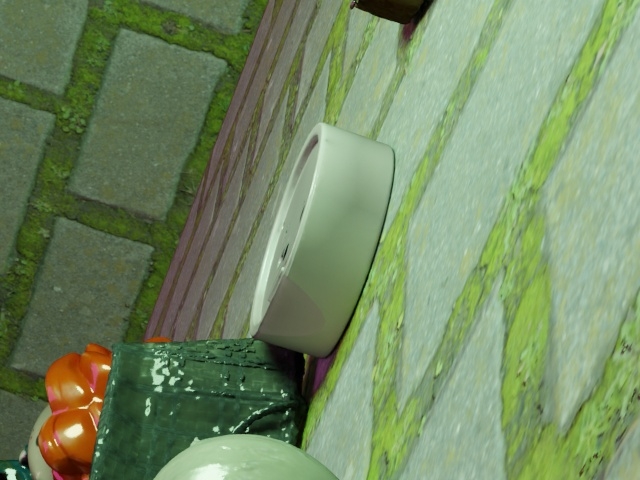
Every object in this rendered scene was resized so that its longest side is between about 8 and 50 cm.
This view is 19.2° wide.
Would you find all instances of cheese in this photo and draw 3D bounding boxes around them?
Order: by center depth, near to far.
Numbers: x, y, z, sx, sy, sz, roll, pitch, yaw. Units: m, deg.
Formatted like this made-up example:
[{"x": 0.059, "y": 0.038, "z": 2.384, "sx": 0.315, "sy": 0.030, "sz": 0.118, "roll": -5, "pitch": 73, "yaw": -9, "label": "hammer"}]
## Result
[{"x": -0.052, "y": 0.214, "z": 1.220, "sx": 0.189, "sy": 0.154, "sz": 0.198, "roll": 143, "pitch": 145, "yaw": -67, "label": "cheese"}]

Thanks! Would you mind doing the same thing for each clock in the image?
[{"x": 0.000, "y": 0.000, "z": 1.643, "sx": 0.197, "sy": 0.068, "sz": 0.196, "roll": -163, "pitch": 90, "yaw": -82, "label": "clock"}]

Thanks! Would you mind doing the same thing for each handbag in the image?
[{"x": -0.102, "y": 0.175, "z": 1.613, "sx": 0.270, "sy": 0.175, "sz": 0.088, "roll": -84, "pitch": -9, "yaw": -48, "label": "handbag"}]

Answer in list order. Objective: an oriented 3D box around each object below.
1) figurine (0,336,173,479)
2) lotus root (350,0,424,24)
[{"x": -0.274, "y": 0.261, "z": 2.028, "sx": 0.306, "sy": 0.412, "sz": 0.241, "roll": 34, "pitch": -144, "yaw": -57, "label": "figurine"}, {"x": 0.078, "y": -0.286, "z": 1.725, "sx": 0.260, "sy": 0.074, "sz": 0.170, "roll": -86, "pitch": 15, "yaw": -56, "label": "lotus root"}]
